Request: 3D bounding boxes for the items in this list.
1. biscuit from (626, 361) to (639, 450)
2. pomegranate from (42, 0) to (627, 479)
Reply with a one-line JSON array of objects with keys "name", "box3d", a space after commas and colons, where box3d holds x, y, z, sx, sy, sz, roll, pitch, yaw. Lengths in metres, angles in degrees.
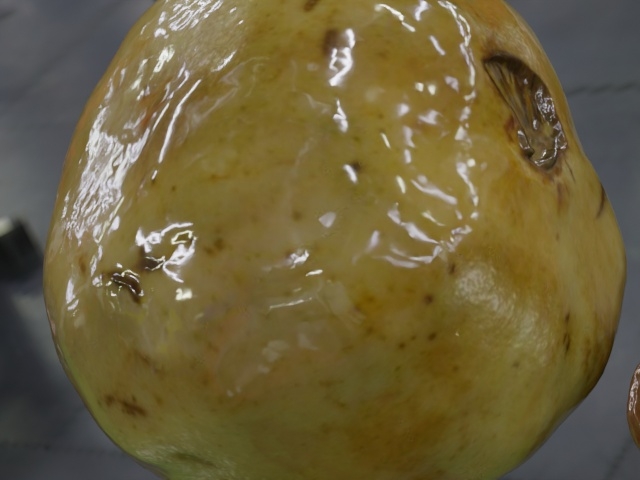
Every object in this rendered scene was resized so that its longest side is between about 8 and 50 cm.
[{"name": "biscuit", "box3d": [0.355, 0.140, 1.185, 0.324, 0.205, 0.049, -11, -12, -5]}, {"name": "pomegranate", "box3d": [0.000, 0.000, 1.070, 0.332, 0.333, 0.332, -18, 28, 10]}]
